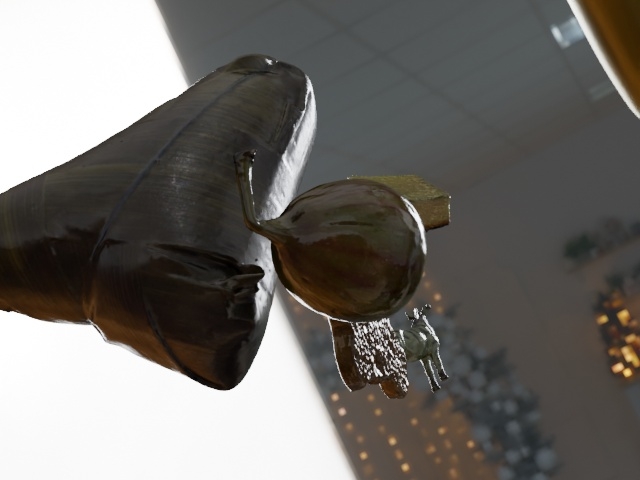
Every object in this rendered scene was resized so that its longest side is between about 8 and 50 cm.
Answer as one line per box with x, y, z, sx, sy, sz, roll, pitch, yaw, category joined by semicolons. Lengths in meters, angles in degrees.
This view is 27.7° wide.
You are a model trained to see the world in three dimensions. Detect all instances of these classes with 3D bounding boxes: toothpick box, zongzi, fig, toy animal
0.408;-0.278;1.595;0.175;0.271;0.175;-25;28;14;toothpick box
-0.235;-0.072;1.449;0.432;0.403;0.208;13;-37;4;zongzi
0.013;0.005;1.231;0.186;0.148;0.142;3;15;-43;fig
0.167;0.195;2.425;0.217;0.176;0.073;6;-40;-46;toy animal

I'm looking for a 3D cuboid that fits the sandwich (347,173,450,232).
0.069;-0.052;1.878;0.193;0.058;0.162;-9;21;-20;sandwich

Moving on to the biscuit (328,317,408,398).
0.069;0.149;1.964;0.047;0.183;0.320;-3;-27;23;biscuit
